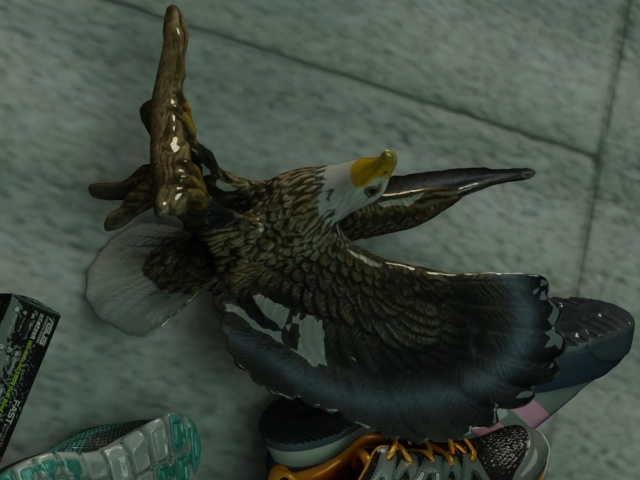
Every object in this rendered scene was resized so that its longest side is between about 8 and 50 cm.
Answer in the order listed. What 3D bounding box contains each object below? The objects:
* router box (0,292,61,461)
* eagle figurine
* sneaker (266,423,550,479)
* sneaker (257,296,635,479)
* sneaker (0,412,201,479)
[{"bbox_3d":[-0.222,0.095,1.062,0.038,0.092,0.122,27,78,-24],"label":"router box"},{"bbox_3d":[0.006,-0.001,1.108,0.298,0.225,0.226,25,85,-29],"label":"eagle figurine"},{"bbox_3d":[0.060,0.167,1.106,0.215,0.084,0.083,-20,107,-17],"label":"sneaker"},{"bbox_3d":[0.104,0.140,1.232,0.319,0.112,0.131,-18,112,-20],"label":"sneaker"},{"bbox_3d":[-0.165,0.161,1.097,0.166,0.076,0.065,-13,98,-36],"label":"sneaker"}]
